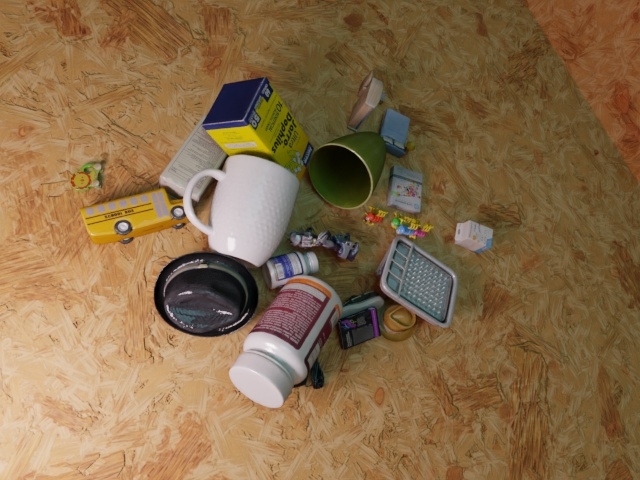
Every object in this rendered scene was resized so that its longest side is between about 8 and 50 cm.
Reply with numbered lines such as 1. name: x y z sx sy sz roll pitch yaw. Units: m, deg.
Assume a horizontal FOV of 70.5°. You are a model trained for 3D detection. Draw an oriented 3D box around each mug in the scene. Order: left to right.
1. mug: -0.281 -0.100 1.532 0.374 0.276 0.328 25 72 -32

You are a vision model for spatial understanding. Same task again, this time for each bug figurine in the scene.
1. bug figurine: 0.311 -0.064 1.803 0.216 0.279 0.072 7 103 -34

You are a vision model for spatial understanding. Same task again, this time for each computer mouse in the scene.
1. computer mouse: -0.117 0.437 1.549 0.272 0.072 0.188 -7 77 -22

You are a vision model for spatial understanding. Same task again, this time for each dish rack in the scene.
1. dish rack: 0.376 0.165 1.760 0.333 0.072 0.285 33 50 -10

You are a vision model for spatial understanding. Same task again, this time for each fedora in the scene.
1. fedora: -0.363 0.196 1.421 0.334 0.152 0.334 -2 106 -6
2. fedora: 0.302 0.298 1.745 0.194 0.079 0.194 6 71 -18

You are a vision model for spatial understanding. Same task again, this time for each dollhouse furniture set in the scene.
1. dollhouse furniture set: 0.313 -0.562 1.959 0.303 0.198 0.286 23 67 -13

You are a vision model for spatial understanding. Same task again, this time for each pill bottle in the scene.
1. pill bottle: -0.105 0.315 1.453 0.224 0.224 0.392 40 48 -4
2. pill bottle: -0.108 0.100 1.638 0.187 0.112 0.112 -14 78 -24

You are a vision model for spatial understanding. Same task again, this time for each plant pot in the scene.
1. plant pot: 0.145 -0.313 1.804 0.275 0.275 0.293 45 48 -2

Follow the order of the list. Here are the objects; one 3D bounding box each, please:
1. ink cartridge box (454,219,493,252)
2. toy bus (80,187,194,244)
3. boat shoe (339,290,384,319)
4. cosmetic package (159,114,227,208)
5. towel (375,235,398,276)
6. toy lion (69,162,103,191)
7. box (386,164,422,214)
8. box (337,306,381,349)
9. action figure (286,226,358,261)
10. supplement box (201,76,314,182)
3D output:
1. ink cartridge box: 0.660 -0.019 1.974 0.143 0.090 0.092 20 68 -14
2. toy bus: -0.602 -0.081 1.515 0.333 0.108 0.130 -19 79 -24
3. boat shoe: 0.131 0.248 1.707 0.219 0.077 0.070 -15 43 -23
4. cosmetic package: -0.435 -0.282 1.629 0.153 0.129 0.296 32 65 -10
5. towel: 0.373 0.136 1.850 0.285 0.034 0.209 36 62 -8
6. toy lion: -0.792 -0.212 1.531 0.096 0.034 0.100 3 72 -12
7. box: 0.366 -0.219 1.958 0.145 0.038 0.186 15 70 -15
8. box: 0.142 0.323 1.674 0.162 0.029 0.116 -17 108 -22
9. action figure: 0.000 0.000 1.688 0.285 0.185 0.099 12 97 -32
10. supplement box: -0.207 -0.366 1.606 0.356 0.195 0.194 48 54 -49
